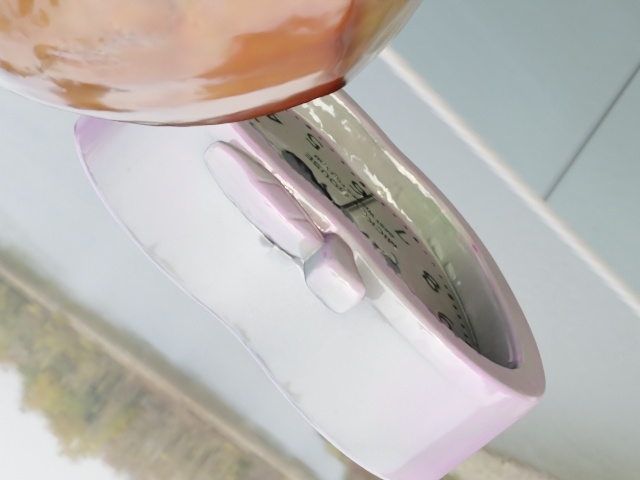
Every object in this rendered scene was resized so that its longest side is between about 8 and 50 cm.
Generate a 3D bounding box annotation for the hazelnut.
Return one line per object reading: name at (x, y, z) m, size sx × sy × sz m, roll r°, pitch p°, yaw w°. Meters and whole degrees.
hazelnut at (-0.048, -0.129, 0.439) m, size 0.214 × 0.214 × 0.176 m, roll 25°, pitch 135°, yaw 44°

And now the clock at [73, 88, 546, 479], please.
clock at (0.000, 0.000, 0.877) m, size 0.338 × 0.102 × 0.338 m, roll 42°, pitch -164°, yaw -16°
